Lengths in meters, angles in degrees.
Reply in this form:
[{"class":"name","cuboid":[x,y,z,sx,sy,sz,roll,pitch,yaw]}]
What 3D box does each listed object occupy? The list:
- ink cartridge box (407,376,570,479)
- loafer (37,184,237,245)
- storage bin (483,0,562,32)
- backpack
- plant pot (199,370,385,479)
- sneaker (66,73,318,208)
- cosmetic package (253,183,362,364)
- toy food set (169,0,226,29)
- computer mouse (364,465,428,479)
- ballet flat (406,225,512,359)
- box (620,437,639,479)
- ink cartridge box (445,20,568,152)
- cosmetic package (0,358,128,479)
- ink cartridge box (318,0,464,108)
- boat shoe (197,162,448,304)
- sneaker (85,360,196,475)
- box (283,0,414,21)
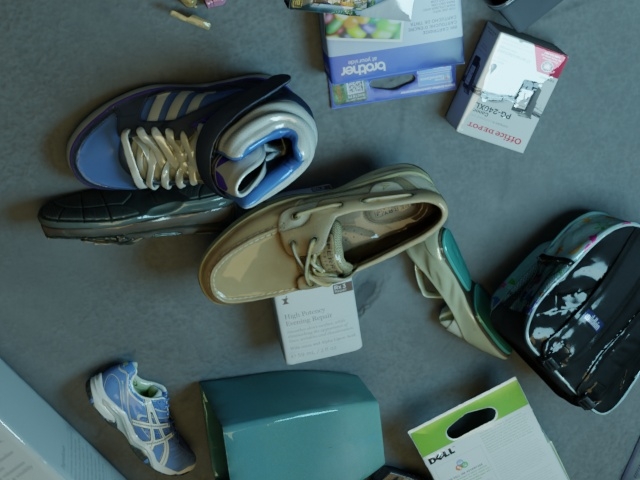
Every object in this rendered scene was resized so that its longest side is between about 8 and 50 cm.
[{"class":"ink cartridge box","cuboid":[0.255,0.324,2.069,0.189,0.097,0.255,-27,115,2]},{"class":"loafer","cuboid":[-0.240,-0.023,1.815,0.267,0.096,0.084,-9,122,-9]},{"class":"storage bin","cuboid":[0.271,-0.344,1.774,0.135,0.098,0.091,-37,144,6]},{"class":"backpack","cuboid":[0.386,0.090,1.926,0.253,0.191,0.225,-48,114,-4]},{"class":"plant pot","cuboid":[-0.036,0.284,1.956,0.234,0.166,0.165,-12,111,-14]},{"class":"sneaker","cuboid":[-0.162,-0.111,1.705,0.322,0.236,0.130,-15,116,-4]},{"class":"cosmetic package","cuboid":[-0.017,0.048,1.894,0.117,0.085,0.231,-13,117,-5]},{"class":"toy food set","cuboid":[-0.147,-0.336,1.728,0.078,0.019,0.122,19,102,-19]},{"class":"computer mouse","cuboid":[0.069,0.368,2.090,0.242,0.041,0.071,21,100,-12]},{"class":"ballet flat","cuboid":[0.196,0.081,1.963,0.086,0.086,0.248,-30,115,3]},{"class":"box","cuboid":[0.526,0.394,2.172,0.067,0.063,0.324,11,112,-17]},{"class":"ink cartridge box","cuboid":[0.252,-0.206,1.840,0.109,0.063,0.150,16,110,-18]},{"class":"cosmetic package","cuboid":[-0.463,0.335,1.894,0.230,0.161,0.453,-36,116,7]},{"class":"ink cartridge box","cuboid":[0.088,-0.321,1.759,0.185,0.065,0.311,-10,118,-6]},{"class":"boat shoe","cuboid":[0.000,0.000,1.770,0.341,0.110,0.122,-25,116,-1]},{"class":"sneaker","cuboid":[-0.243,0.259,1.948,0.081,0.080,0.211,-36,117,10]},{"class":"box","cuboid":[0.049,-0.393,1.661,0.159,0.044,0.233,4,113,-11]}]
